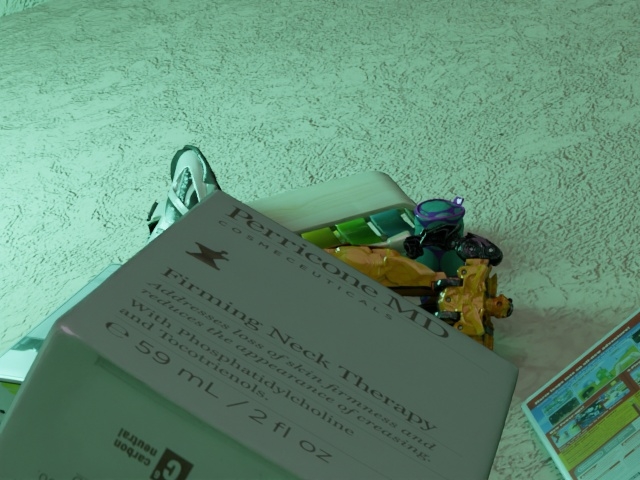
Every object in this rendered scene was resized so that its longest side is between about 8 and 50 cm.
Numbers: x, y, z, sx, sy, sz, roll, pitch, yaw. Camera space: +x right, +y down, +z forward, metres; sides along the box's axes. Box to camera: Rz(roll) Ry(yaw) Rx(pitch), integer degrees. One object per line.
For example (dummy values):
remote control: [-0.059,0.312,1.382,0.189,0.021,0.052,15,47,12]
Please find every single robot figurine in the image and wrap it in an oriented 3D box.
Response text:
robot figurine: [0.090,0.083,2.019,0.291,0.085,0.211,1,67,15]

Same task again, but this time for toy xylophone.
toy xylophone: [0.000,0.000,2.227,0.322,0.081,0.236,-11,28,-5]

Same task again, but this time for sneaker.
sneaker: [-0.176,-0.011,2.128,0.146,0.122,0.330,-26,32,-1]

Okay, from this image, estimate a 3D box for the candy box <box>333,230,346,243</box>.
candy box: [-0.026,0.042,2.276,0.105,0.027,0.206,3,30,20]

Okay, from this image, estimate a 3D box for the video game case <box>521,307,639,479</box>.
video game case: [0.329,0.177,1.739,0.204,0.025,0.285,-40,22,7]

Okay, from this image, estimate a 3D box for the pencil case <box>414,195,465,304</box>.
pencil case: [0.155,0.025,2.093,0.070,0.152,0.064,-19,26,-28]

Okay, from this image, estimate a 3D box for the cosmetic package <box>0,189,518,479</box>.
cosmetic package: [-0.075,0.212,1.350,0.329,0.327,0.394,30,20,3]

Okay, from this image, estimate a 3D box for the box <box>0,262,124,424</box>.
box: [-0.273,0.139,2.113,0.169,0.087,0.290,6,31,31]
